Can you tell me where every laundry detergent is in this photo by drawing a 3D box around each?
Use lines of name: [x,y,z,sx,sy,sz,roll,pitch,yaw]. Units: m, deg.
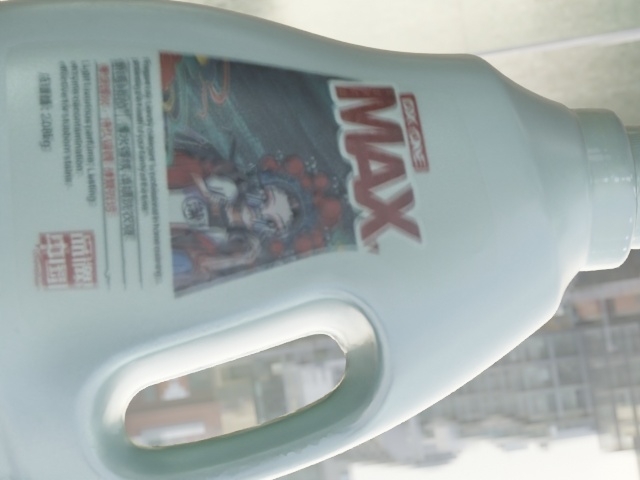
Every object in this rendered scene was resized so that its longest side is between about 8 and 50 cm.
laundry detergent: [0.000,0.000,0.798,0.398,0.263,0.125,-3,172,-6]
